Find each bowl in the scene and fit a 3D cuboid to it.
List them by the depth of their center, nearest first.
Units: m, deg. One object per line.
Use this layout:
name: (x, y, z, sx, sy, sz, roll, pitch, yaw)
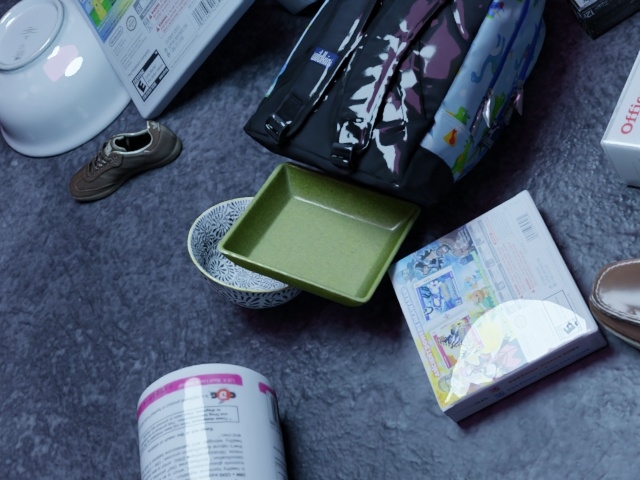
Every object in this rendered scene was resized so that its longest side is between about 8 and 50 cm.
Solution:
bowl: (-0.078, 0.031, 1.458, 0.170, 0.080, 0.170, 4, 41, -3)
bowl: (-0.422, -0.289, 1.859, 0.297, 0.134, 0.298, -16, 53, 23)

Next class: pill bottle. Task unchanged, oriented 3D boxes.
pill bottle: (-0.111, 0.290, 1.277, 0.160, 0.160, 0.283, -23, 51, 17)

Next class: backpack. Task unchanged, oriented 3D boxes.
backpack: (0.119, -0.230, 1.432, 0.290, 0.273, 0.356, 21, 93, 42)

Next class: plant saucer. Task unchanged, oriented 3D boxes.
plant saucer: (0.000, 0.000, 1.407, 0.188, 0.045, 0.188, 20, 43, 14)

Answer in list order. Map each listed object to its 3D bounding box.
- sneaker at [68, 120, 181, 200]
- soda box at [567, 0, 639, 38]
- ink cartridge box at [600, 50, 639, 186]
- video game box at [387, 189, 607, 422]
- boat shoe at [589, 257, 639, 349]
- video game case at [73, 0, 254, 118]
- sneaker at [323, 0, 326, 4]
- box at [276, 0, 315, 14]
sneaker: (-0.295, -0.122, 1.713, 0.188, 0.071, 0.066, -25, 51, 16)
soda box: (0.379, -0.319, 1.430, 0.169, 0.060, 0.053, -32, 51, 10)
ink cartridge box: (0.430, -0.129, 1.257, 0.217, 0.092, 0.159, 12, 68, 38)
video game box: (0.188, 0.070, 1.308, 0.187, 0.048, 0.205, -28, 50, 11)
boat shoe: (0.411, 0.051, 1.129, 0.324, 0.116, 0.123, 3, 61, 31)
video game case: (-0.238, -0.380, 1.668, 0.329, 0.036, 0.300, -40, 78, 45)
sneaker: (0.033, -0.354, 1.666, 0.073, 0.063, 0.162, 7, 65, 38)
box: (-0.011, -0.398, 1.674, 0.126, 0.072, 0.137, -57, 15, -11)
